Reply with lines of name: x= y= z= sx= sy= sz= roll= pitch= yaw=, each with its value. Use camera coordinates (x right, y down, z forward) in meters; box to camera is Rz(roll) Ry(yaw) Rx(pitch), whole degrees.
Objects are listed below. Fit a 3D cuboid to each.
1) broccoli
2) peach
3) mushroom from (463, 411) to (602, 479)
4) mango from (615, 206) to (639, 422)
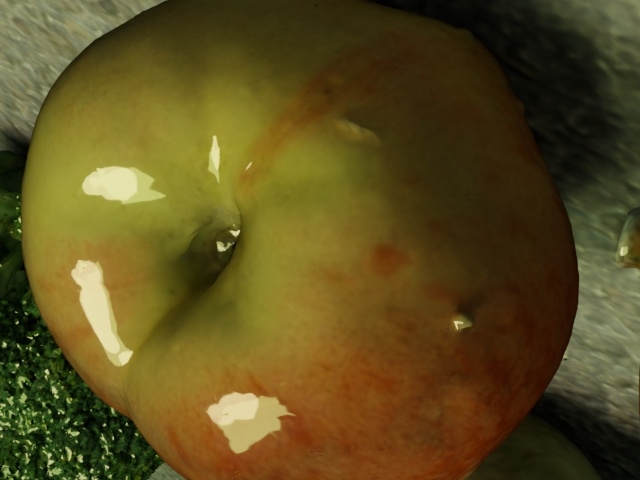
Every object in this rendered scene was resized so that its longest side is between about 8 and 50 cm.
broccoli: x=-0.180 y=0.059 z=0.833 sx=0.241 sy=0.261 sz=0.269 roll=51 pitch=-158 yaw=12
peach: x=0.000 y=0.000 z=0.501 sx=0.232 sy=0.232 sz=0.232 roll=27 pitch=158 yaw=12
mushroom: x=0.033 y=0.250 z=0.765 sx=0.260 sy=0.352 sz=0.352 roll=35 pitch=159 yaw=-27
mango: x=0.248 y=0.065 z=0.264 sx=0.384 sy=0.199 sz=0.221 roll=26 pitch=157 yaw=11
